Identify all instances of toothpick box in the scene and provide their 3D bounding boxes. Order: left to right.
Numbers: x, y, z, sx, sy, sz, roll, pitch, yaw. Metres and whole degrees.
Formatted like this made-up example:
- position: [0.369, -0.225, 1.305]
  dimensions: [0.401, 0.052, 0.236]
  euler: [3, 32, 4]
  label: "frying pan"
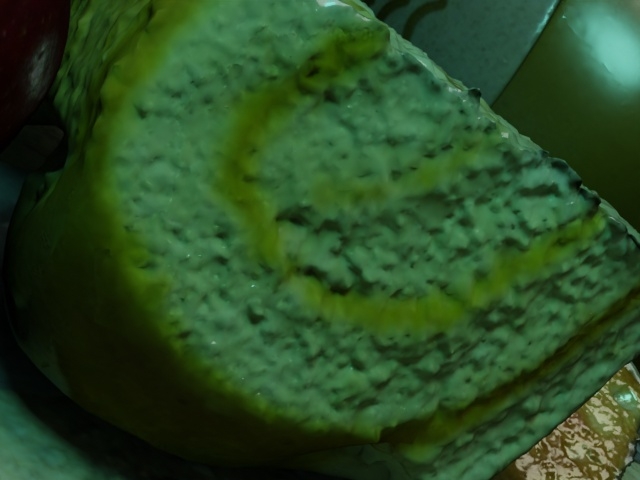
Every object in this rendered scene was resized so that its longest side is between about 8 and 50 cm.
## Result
- position: [0.234, -0.110, 1.185]
  dimensions: [0.409, 0.409, 0.425]
  euler: [10, 38, -51]
  label: "toothpick box"

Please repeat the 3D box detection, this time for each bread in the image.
- position: [0.003, 0.008, 0.753]
  dimensions: [0.395, 0.264, 0.239]
  euler: [36, 5, -29]
  label: "bread"

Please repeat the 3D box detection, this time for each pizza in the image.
- position: [0.166, 0.149, 0.976]
  dimensions: [0.188, 0.080, 0.204]
  euler: [-7, 51, -30]
  label: "pizza"

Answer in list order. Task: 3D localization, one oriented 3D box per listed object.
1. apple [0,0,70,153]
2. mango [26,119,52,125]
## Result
- position: [-0.258, -0.119, 0.572]
  dimensions: [0.288, 0.288, 0.317]
  euler: [36, 36, 1]
  label: "apple"
- position: [-0.251, -0.226, 0.835]
  dimensions: [0.446, 0.300, 0.232]
  euler: [16, 53, -24]
  label: "mango"
